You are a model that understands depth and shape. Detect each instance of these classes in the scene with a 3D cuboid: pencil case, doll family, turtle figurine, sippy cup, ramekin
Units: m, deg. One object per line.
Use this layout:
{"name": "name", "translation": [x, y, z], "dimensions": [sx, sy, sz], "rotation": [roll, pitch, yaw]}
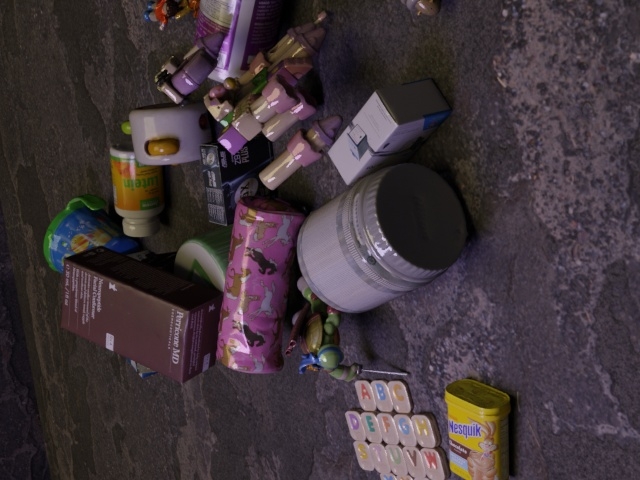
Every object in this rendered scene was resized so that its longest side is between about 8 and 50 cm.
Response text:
{"name": "pencil case", "translation": [-0.131, 0.100, 1.953], "dimensions": [0.160, 0.167, 0.386], "rotation": [-150, 69, -67]}
{"name": "doll family", "translation": [-0.306, -0.603, 2.041], "dimensions": [0.163, 0.118, 0.263], "rotation": [14, 97, 57]}
{"name": "turtle figurine", "translation": [0.052, 0.181, 1.863], "dimensions": [0.198, 0.274, 0.266], "rotation": [63, 174, -29]}
{"name": "sippy cup", "translation": [-0.665, 0.030, 2.666], "dimensions": [0.224, 0.240, 0.305], "rotation": [25, 162, 33]}
{"name": "ramekin", "translation": [-0.228, 0.112, 2.163], "dimensions": [0.303, 0.148, 0.304], "rotation": [24, 122, 46]}

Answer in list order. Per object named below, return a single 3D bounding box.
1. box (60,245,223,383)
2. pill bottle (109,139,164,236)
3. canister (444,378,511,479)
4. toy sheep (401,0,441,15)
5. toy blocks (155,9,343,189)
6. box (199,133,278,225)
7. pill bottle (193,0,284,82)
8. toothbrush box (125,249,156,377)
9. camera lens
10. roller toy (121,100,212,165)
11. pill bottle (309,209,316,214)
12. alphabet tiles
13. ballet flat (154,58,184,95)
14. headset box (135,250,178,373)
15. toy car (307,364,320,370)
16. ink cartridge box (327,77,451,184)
{"name": "box", "translation": [-0.423, 0.167, 2.090], "dimensions": [0.381, 0.143, 0.191], "rotation": [18, 112, 24]}
{"name": "pill bottle", "translation": [-0.493, -0.140, 2.425], "dimensions": [0.136, 0.136, 0.246], "rotation": [24, 122, 46]}
{"name": "canister", "translation": [0.290, 0.356, 1.641], "dimensions": [0.126, 0.073, 0.170], "rotation": [17, 118, 49]}
{"name": "toy sheep", "translation": [0.163, -0.432, 1.483], "dimensions": [0.091, 0.091, 0.132], "rotation": [-42, 70, 51]}
{"name": "toy blocks", "translation": [-0.093, -0.314, 1.663], "dimensions": [0.260, 0.309, 0.289], "rotation": [-39, 25, 19]}
{"name": "box", "translation": [-0.181, -0.139, 2.003], "dimensions": [0.077, 0.147, 0.180], "rotation": [13, 113, 51]}
{"name": "pill bottle", "translation": [-0.161, -0.485, 1.823], "dimensions": [0.169, 0.169, 0.302], "rotation": [45, 135, 33]}
{"name": "toothbrush box", "translation": [-0.509, 0.211, 2.596], "dimensions": [0.216, 0.126, 0.296], "rotation": [39, 131, 38]}
{"name": "camera lens", "translation": [0.103, 0.001, 1.621], "dimensions": [0.274, 0.219, 0.219], "rotation": [-31, 78, 53]}
{"name": "roller toy", "translation": [-0.357, -0.253, 2.152], "dimensions": [0.209, 0.191, 0.146], "rotation": [13, 113, 53]}
{"name": "pill bottle", "translation": [0.000, 0.000, 1.886], "dimensions": [0.067, 0.067, 0.120], "rotation": [28, 125, 44]}
{"name": "alphabet tiles", "translation": [0.157, 0.430, 1.890], "dimensions": [0.284, 0.021, 0.278], "rotation": [-11, 94, 54]}
{"name": "ballet flat", "translation": [-0.370, -0.408, 2.213], "dimensions": [0.203, 0.074, 0.074], "rotation": [-19, 88, 54]}
{"name": "headset box", "translation": [-0.400, 0.168, 2.316], "dimensions": [0.131, 0.246, 0.283], "rotation": [-8, 100, 13]}
{"name": "toy car", "translation": [-0.005, 0.249, 2.035], "dimensions": [0.040, 0.060, 0.122], "rotation": [13, 145, 3]}
{"name": "ink cartridge box", "translation": [0.120, -0.193, 1.590], "dimensions": [0.082, 0.139, 0.191], "rotation": [59, 142, 16]}
